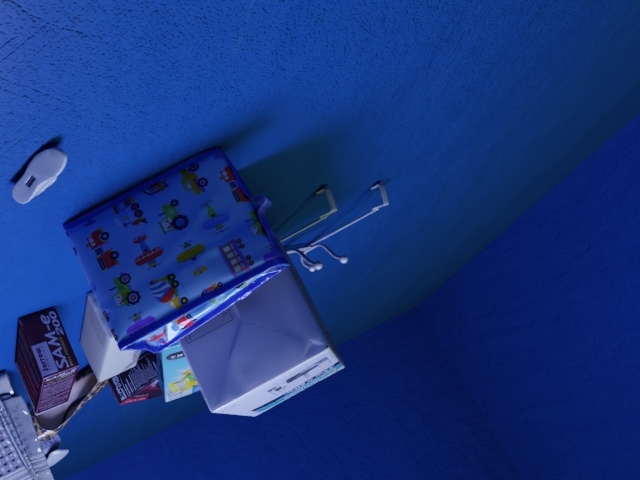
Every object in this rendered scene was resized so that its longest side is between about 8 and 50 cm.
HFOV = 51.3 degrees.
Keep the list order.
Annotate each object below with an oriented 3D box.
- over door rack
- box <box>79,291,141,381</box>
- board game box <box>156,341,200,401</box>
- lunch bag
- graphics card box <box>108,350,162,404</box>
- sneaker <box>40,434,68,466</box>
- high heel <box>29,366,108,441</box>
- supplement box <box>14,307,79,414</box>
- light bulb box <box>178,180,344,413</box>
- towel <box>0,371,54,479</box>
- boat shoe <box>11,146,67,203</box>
[{"bbox_3d":[0.000,0.000,1.595,0.324,0.108,0.239,-42,161,33],"label":"over door rack"},{"bbox_3d":[-0.436,0.195,1.405,0.094,0.113,0.275,-22,163,-31],"label":"box"},{"bbox_3d":[-0.289,0.282,1.706,0.254,0.079,0.336,-16,151,-20],"label":"board game box"},{"bbox_3d":[-0.207,0.005,1.036,0.293,0.221,0.138,-31,164,5],"label":"lunch bag"},{"bbox_3d":[-0.402,0.340,1.935,0.371,0.094,0.233,-35,163,13],"label":"graphics card box"},{"bbox_3d":[-0.816,0.568,1.830,0.210,0.137,0.366,-27,162,-38],"label":"sneaker"},{"bbox_3d":[-0.656,0.415,1.679,0.261,0.093,0.186,-40,179,-36],"label":"high heel"},{"bbox_3d":[-0.547,0.245,1.322,0.073,0.130,0.239,-19,162,-33],"label":"supplement box"},{"bbox_3d":[-0.139,0.126,1.274,0.225,0.358,0.361,-28,163,-2],"label":"light bulb box"},{"bbox_3d":[-0.743,0.468,1.369,0.324,0.312,0.056,-24,-172,-25],"label":"towel"},{"bbox_3d":[-0.354,-0.086,0.853,0.100,0.035,0.035,-42,-172,23],"label":"boat shoe"}]
